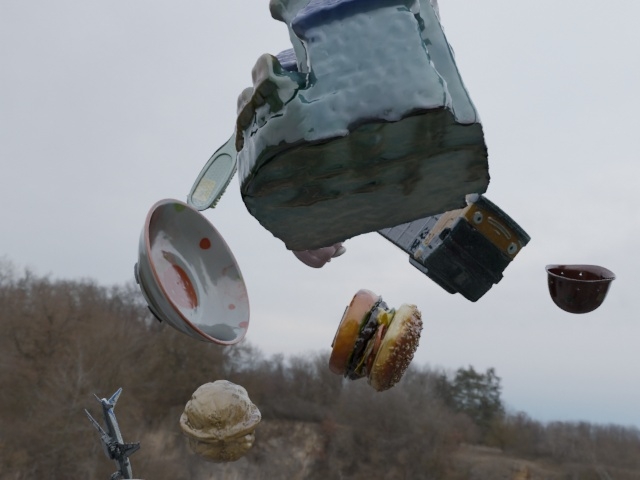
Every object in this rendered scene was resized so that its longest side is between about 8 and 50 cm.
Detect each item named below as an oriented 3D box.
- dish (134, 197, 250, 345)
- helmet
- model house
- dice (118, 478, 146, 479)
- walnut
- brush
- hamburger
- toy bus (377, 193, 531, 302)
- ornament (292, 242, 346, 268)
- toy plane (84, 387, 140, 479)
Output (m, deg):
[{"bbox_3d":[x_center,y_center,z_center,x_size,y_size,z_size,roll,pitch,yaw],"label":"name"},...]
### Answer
[{"bbox_3d":[-0.223,0.064,1.008,0.085,0.260,0.260,-27,-30,18],"label":"dish"},{"bbox_3d":[0.615,0.118,1.476,0.155,0.106,0.175,13,20,39],"label":"helmet"},{"bbox_3d":[0.027,-0.195,0.673,0.251,0.329,0.295,-11,-18,14],"label":"model house"},{"bbox_3d":[-0.204,0.401,0.699,0.192,0.194,0.193,22,-1,-4],"label":"dice"},{"bbox_3d":[-0.246,0.444,1.525,0.198,0.198,0.245,17,0,-13],"label":"walnut"},{"bbox_3d":[-0.186,-0.181,1.319,0.068,0.297,0.060,24,-14,19],"label":"brush"},{"bbox_3d":[0.166,0.288,1.782,0.225,0.291,0.291,23,-12,15],"label":"hamburger"},{"bbox_3d":[0.211,-0.019,1.065,0.138,0.167,0.275,37,2,-22],"label":"toy bus"},{"bbox_3d":[0.000,0.000,1.865,0.177,0.177,0.177,12,-15,3],"label":"ornament"},{"bbox_3d":[-0.441,0.430,1.329,0.226,0.226,0.058,9,16,42],"label":"toy plane"}]
